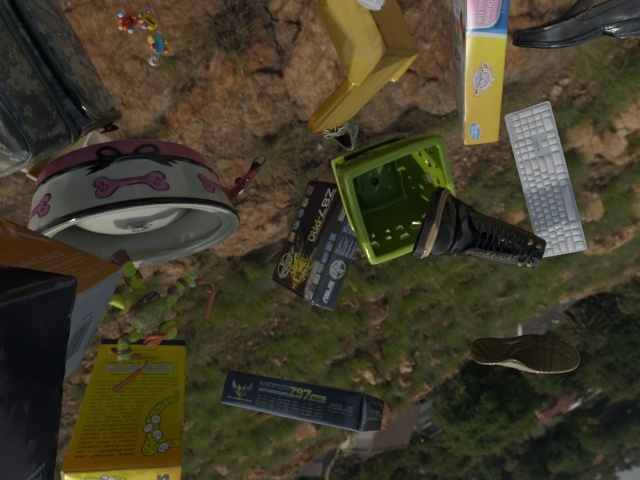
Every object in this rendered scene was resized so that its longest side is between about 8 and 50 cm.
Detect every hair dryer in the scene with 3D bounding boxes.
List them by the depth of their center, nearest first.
[{"bbox_3d":[-0.319,-0.206,1.668,0.080,0.293,0.224,35,135,-18],"label":"hair dryer"}]

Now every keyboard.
[{"bbox_3d":[0.382,-0.101,0.751,0.072,0.256,0.014,-14,-179,37],"label":"keyboard"}]

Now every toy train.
[{"bbox_3d":[-0.536,-0.619,1.327,0.125,0.046,0.166,-59,142,-26],"label":"toy train"}]

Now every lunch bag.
[{"bbox_3d":[-0.520,-0.297,0.763,0.213,0.256,0.305,-10,116,30],"label":"lunch bag"}]

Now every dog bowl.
[{"bbox_3d":[-0.385,-0.064,0.923,0.408,0.150,0.408,-16,168,-4],"label":"dog bowl"}]

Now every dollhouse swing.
[{"bbox_3d":[0.070,-0.520,1.224,0.305,0.315,0.347,-22,-171,32],"label":"dollhouse swing"}]

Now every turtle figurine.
[{"bbox_3d":[-0.359,0.135,0.857,0.269,0.217,0.087,-49,173,-12],"label":"turtle figurine"}]

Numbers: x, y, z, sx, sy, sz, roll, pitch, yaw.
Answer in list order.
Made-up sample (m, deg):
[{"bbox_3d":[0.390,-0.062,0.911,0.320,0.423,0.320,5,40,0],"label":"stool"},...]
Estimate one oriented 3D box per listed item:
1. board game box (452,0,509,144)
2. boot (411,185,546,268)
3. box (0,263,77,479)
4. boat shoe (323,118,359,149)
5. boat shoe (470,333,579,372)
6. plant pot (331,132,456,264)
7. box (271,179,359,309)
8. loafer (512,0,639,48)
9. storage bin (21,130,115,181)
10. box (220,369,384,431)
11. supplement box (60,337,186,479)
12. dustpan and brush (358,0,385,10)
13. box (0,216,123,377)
[{"bbox_3d":[0.283,-0.375,0.804,0.064,0.242,0.316,-4,134,13],"label":"board game box"},{"bbox_3d":[0.182,-0.003,0.479,0.198,0.137,0.076,-26,136,-63],"label":"boot"},{"bbox_3d":[-0.366,0.155,0.295,0.296,0.183,0.293,8,94,2],"label":"box"},{"bbox_3d":[0.077,-0.411,1.651,0.285,0.105,0.089,4,88,-64],"label":"boat shoe"},{"bbox_3d":[0.313,0.174,0.679,0.153,0.056,0.048,-11,159,37],"label":"boat shoe"},{"bbox_3d":[0.155,-0.114,1.010,0.227,0.207,0.228,-21,115,-5],"label":"plant pot"},{"bbox_3d":[0.000,0.000,1.487,0.097,0.318,0.394,23,89,-34],"label":"box"},{"bbox_3d":[0.332,-0.280,0.551,0.170,0.062,0.061,-2,118,23],"label":"loafer"},{"bbox_3d":[-0.891,-0.298,1.533,0.260,0.262,0.123,-63,160,-2],"label":"storage bin"},{"bbox_3d":[-0.022,0.273,0.749,0.233,0.059,0.183,3,160,20],"label":"box"},{"bbox_3d":[-0.393,0.394,0.933,0.195,0.356,0.194,5,115,-17],"label":"supplement box"},{"bbox_3d":[0.071,-0.505,0.802,0.060,0.211,0.147,-7,122,-49],"label":"dustpan and brush"},{"bbox_3d":[-0.460,0.054,0.524,0.345,0.215,0.168,25,92,-12],"label":"box"}]
